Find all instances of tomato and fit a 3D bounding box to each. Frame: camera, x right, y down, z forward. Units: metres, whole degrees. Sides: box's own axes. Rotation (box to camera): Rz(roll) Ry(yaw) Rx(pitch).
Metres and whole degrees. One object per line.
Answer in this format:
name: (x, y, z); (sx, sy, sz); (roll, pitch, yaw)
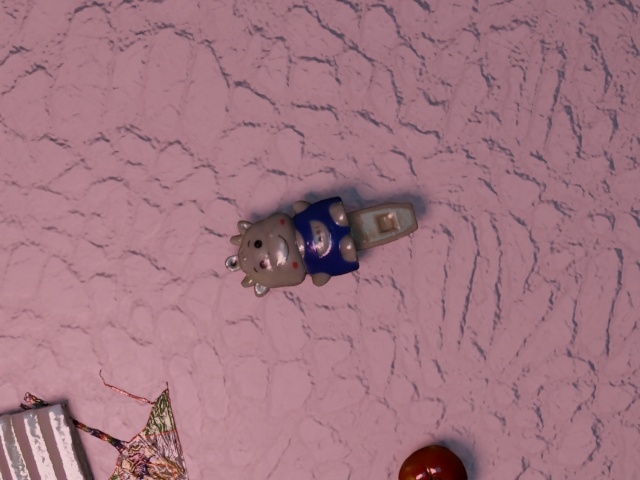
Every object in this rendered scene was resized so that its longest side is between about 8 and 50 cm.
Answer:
tomato: (0.141, 0.297, 1.588); (0.087, 0.075, 0.087); (-1, 105, -4)

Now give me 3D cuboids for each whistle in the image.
whistle: (0.000, 0.000, 1.572); (0.244, 0.092, 0.110); (-14, 83, 0)

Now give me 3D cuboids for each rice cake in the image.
rice cake: (-0.369, 0.310, 1.587); (0.189, 0.037, 0.198); (-10, 92, 1)

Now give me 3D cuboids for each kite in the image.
kite: (-0.265, 0.252, 1.607); (0.244, 0.006, 0.198); (31, 89, -1)
